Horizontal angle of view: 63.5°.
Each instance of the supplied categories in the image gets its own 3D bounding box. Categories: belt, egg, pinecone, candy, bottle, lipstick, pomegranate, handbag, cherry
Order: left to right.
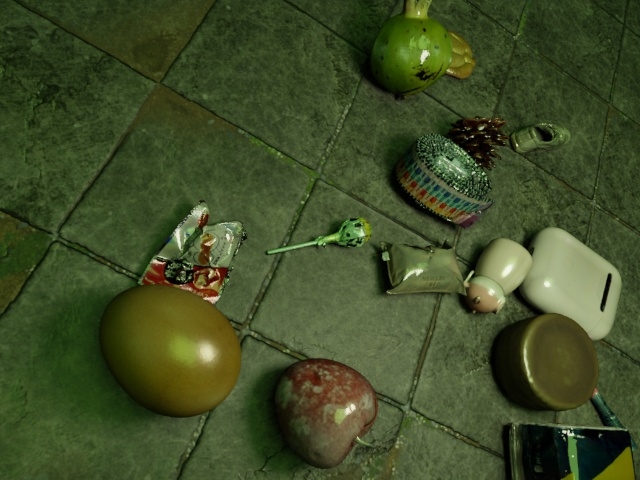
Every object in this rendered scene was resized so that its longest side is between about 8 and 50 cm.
[{"bbox_3d":[-0.321,0.229,1.110,0.322,0.250,0.250,38,63,4],"label":"egg"},{"bbox_3d":[0.000,0.000,1.420,0.305,0.091,0.083,-13,81,-19],"label":"candy"},{"bbox_3d":[0.020,0.410,1.221,0.285,0.213,0.236,33,35,14],"label":"cherry"},{"bbox_3d":[0.285,-0.613,1.604,0.260,0.341,0.261,3,42,-3],"label":"pomegranate"},{"bbox_3d":[0.297,0.074,1.500,0.270,0.117,0.183,2,65,-21],"label":"handbag"},{"bbox_3d":[0.373,-0.184,1.590,0.295,0.160,0.207,30,47,-13],"label":"belt"},{"bbox_3d":[0.505,-0.307,1.665,0.207,0.207,0.208,7,71,-21],"label":"pinecone"},{"bbox_3d":[0.524,0.120,1.566,0.147,0.147,0.236,42,70,-6],"label":"bottle"},{"bbox_3d":[0.916,0.557,1.640,0.053,0.053,0.234,-27,84,-27],"label":"lipstick"}]

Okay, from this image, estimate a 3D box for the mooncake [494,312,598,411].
[{"bbox_3d":[0.664,0.363,1.537,0.284,0.155,0.285,6,73,-20],"label":"mooncake"}]

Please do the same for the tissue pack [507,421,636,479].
[{"bbox_3d":[0.675,0.709,1.380,0.264,0.253,0.417,10,72,-20],"label":"tissue pack"}]

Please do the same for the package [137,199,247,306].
[{"bbox_3d":[-0.304,0.040,1.286,0.194,0.071,0.270,27,78,-10],"label":"package"}]

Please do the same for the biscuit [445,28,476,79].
[{"bbox_3d":[0.445,-0.675,1.834,0.259,0.041,0.203,16,68,-19],"label":"biscuit"}]

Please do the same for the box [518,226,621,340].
[{"bbox_3d":[0.812,0.138,1.678,0.349,0.141,0.289,34,63,-10],"label":"box"}]

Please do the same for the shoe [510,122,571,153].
[{"bbox_3d":[0.816,-0.379,1.869,0.274,0.098,0.103,-15,84,-27],"label":"shoe"}]
